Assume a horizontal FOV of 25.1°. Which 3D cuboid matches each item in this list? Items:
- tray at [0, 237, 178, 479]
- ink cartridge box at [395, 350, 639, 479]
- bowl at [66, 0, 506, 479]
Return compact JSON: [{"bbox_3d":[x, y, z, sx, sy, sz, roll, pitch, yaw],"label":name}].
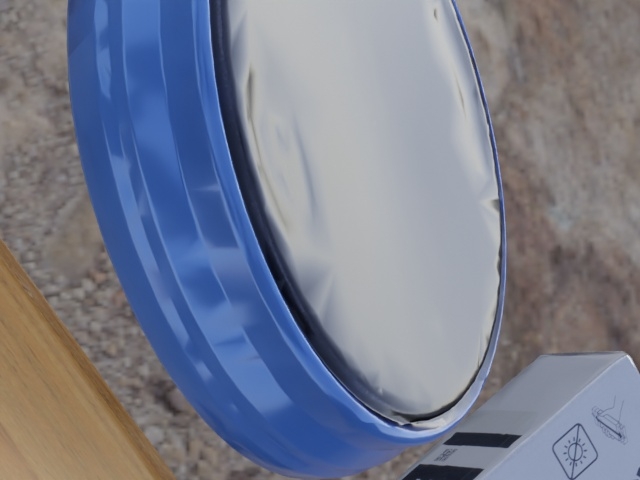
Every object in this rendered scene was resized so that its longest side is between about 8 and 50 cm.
[{"bbox_3d":[-0.184,-0.022,0.347,0.411,0.076,0.203,51,18,18],"label":"tray"},{"bbox_3d":[0.028,0.198,0.518,0.332,0.065,0.165,-35,103,-28],"label":"ink cartridge box"},{"bbox_3d":[0.005,-0.062,0.834,0.391,0.077,0.391,35,49,-53],"label":"bowl"}]
